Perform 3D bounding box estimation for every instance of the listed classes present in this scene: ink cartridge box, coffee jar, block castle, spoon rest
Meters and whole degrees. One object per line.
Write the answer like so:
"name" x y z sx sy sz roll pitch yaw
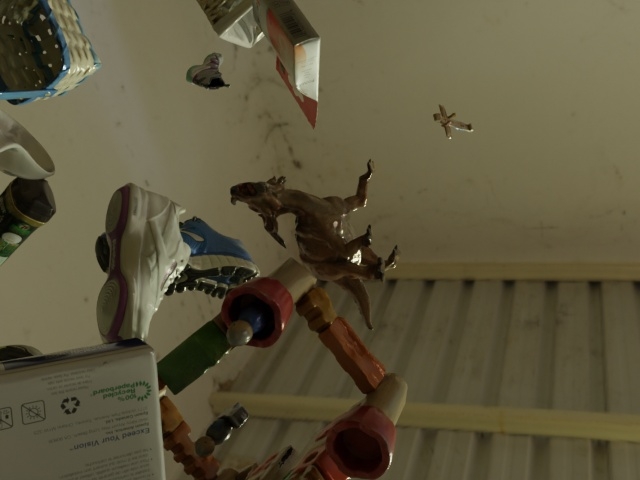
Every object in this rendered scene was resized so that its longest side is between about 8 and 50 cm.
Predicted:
"ink cartridge box" -0.306 0.280 0.617 0.324 0.330 0.071 -6 -173 -31
"ink cartridge box" -0.052 -0.260 0.947 0.045 0.179 0.145 -21 -118 -17
"coffee jar" -0.562 -0.036 1.208 0.184 0.079 0.096 -39 -128 14
"block castle" -0.127 0.264 0.947 0.453 0.303 0.213 -38 -179 29
"spoon rest" -0.450 -0.130 0.941 0.084 0.137 0.276 -38 -165 8

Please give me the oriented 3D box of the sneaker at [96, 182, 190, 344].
"sneaker" -0.279 0.059 1.098 0.152 0.305 0.114 16 159 -41

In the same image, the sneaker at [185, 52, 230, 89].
"sneaker" -0.186 -0.295 1.192 0.069 0.038 0.098 31 -129 10

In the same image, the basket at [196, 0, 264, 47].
"basket" -0.134 -0.406 1.123 0.113 0.103 0.167 -37 180 15

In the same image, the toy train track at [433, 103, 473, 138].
"toy train track" 0.177 -0.154 0.870 0.083 0.048 0.014 5 158 -45

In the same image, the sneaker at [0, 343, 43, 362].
"sneaker" -0.582 0.256 1.027 0.384 0.145 0.147 -30 -161 8

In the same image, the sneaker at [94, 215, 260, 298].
"sneaker" -0.291 0.029 1.354 0.330 0.130 0.147 11 -143 -32

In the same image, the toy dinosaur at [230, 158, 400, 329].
"toy dinosaur" 0.000 0.000 1.014 0.200 0.296 0.127 -8 -147 22

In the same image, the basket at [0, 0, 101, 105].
"basket" -0.587 -0.382 1.283 0.201 0.255 0.289 -26 177 21
